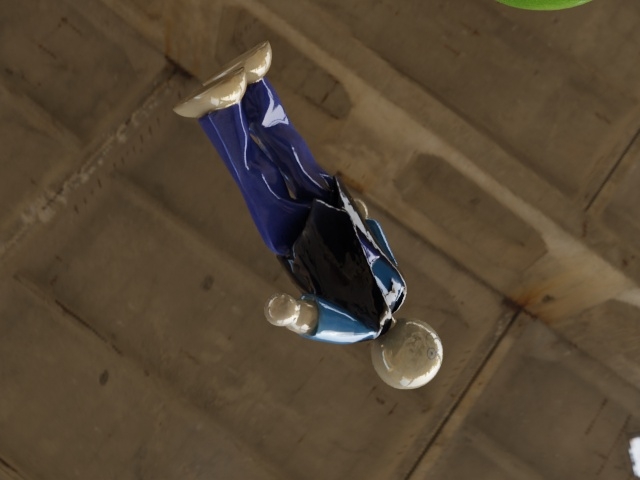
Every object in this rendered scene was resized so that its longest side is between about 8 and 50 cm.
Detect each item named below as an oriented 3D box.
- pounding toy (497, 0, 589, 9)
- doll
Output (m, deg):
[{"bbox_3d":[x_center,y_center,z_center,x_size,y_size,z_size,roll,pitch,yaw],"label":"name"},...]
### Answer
[{"bbox_3d":[0.088,-0.235,0.482,0.110,0.183,0.237,-16,-66,-35],"label":"pounding toy"},{"bbox_3d":[0.000,0.000,0.468,0.189,0.046,0.129,56,-150,-16],"label":"doll"}]
